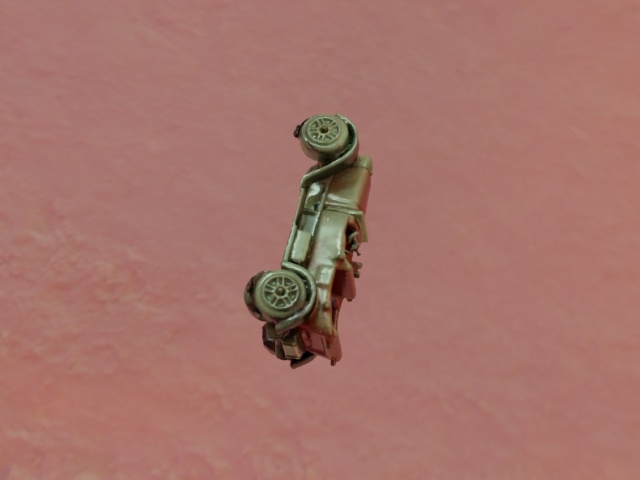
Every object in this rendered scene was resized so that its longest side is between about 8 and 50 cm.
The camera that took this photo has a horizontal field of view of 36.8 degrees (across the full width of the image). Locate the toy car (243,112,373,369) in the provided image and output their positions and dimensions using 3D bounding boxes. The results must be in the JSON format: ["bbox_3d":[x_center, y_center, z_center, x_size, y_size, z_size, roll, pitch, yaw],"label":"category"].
[{"bbox_3d":[0.000,0.000,0.554,0.054,0.073,0.143,10,62,12],"label":"toy car"}]
